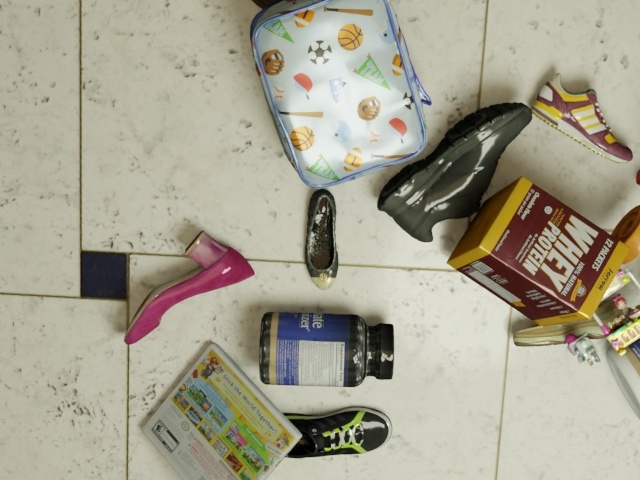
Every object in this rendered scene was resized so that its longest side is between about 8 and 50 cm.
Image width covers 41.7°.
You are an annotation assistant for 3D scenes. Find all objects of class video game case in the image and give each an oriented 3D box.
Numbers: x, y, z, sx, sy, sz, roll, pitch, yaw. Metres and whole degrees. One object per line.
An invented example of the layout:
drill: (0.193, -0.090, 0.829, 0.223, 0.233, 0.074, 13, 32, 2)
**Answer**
video game case: (-0.172, 0.327, 1.432, 0.227, 0.026, 0.206, 43, 100, 22)

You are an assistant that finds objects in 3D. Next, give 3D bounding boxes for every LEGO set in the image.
LEGO set: (0.510, 0.081, 1.339, 0.287, 0.132, 0.107, -34, 83, -12)

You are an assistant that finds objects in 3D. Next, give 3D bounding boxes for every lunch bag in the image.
lunch bag: (0.036, -0.239, 1.308, 0.243, 0.115, 0.303, -20, 114, -1)

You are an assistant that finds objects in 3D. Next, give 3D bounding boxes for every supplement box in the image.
supplement box: (0.331, 0.024, 1.307, 0.194, 0.191, 0.129, 33, 79, 0)

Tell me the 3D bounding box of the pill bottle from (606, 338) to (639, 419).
pill bottle: (0.621, 0.188, 1.371, 0.264, 0.153, 0.153, -27, 98, 6)

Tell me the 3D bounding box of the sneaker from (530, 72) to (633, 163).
sneaker: (0.434, -0.195, 1.349, 0.185, 0.069, 0.084, 29, 105, -5)

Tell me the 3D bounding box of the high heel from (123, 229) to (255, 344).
high heel: (-0.225, 0.105, 1.424, 0.117, 0.082, 0.244, 38, 94, -12)

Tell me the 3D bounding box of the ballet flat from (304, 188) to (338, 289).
ballet flat: (0.000, 0.000, 1.405, 0.057, 0.049, 0.173, -2, 100, 3)

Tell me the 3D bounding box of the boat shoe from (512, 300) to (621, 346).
boat shoe: (0.413, 0.135, 1.418, 0.190, 0.068, 0.072, -8, 88, -7)

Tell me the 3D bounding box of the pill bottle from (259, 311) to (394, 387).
pill bottle: (0.011, 0.182, 1.401, 0.219, 0.123, 0.123, 1, 100, 1)

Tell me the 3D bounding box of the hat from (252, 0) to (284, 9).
hat: (-0.002, -0.496, 1.276, 0.331, 0.134, 0.331, 0, 99, 2)

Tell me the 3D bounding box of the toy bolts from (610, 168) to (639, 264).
toy bolts: (0.576, -0.039, 1.307, 0.158, 0.228, 0.218, 33, 123, -2)

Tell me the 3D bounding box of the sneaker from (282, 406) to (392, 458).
sneaker: (0.008, 0.345, 1.442, 0.234, 0.097, 0.084, -6, 100, 3)

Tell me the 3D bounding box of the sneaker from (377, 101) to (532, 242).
sneaker: (0.232, -0.111, 1.363, 0.286, 0.109, 0.130, -39, 103, 17)
